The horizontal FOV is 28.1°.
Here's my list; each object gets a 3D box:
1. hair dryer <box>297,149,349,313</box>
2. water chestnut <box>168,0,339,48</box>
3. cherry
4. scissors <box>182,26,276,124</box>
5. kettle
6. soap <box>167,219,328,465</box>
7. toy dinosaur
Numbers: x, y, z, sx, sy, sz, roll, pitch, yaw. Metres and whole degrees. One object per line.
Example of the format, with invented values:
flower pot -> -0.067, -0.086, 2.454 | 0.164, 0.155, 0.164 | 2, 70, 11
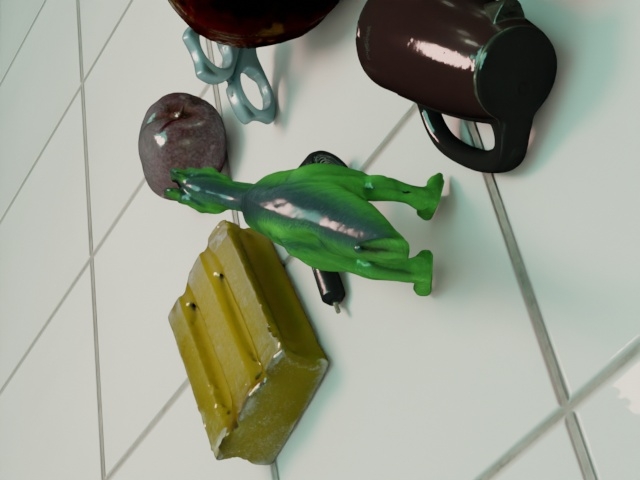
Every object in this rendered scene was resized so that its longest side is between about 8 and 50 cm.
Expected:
hair dryer -> 0.000, 0.000, 1.652 | 0.124, 0.071, 0.219 | -47, 45, 38
water chestnut -> -0.094, -0.437, 1.749 | 0.347, 0.335, 0.335 | -175, 100, -77
cherry -> -0.219, -0.143, 2.025 | 0.176, 0.140, 0.176 | 179, 90, -79
scissors -> -0.122, -0.323, 1.966 | 0.029, 0.191, 0.360 | -30, 32, 29
kettle -> 0.152, -0.184, 1.409 | 0.232, 0.144, 0.202 | 37, 128, 56
soap -> -0.104, 0.132, 1.735 | 0.199, 0.091, 0.315 | -60, 31, 22
toy dinosaur -> -0.050, -0.046, 1.397 | 0.500, 0.374, 0.144 | 8, -85, -76
